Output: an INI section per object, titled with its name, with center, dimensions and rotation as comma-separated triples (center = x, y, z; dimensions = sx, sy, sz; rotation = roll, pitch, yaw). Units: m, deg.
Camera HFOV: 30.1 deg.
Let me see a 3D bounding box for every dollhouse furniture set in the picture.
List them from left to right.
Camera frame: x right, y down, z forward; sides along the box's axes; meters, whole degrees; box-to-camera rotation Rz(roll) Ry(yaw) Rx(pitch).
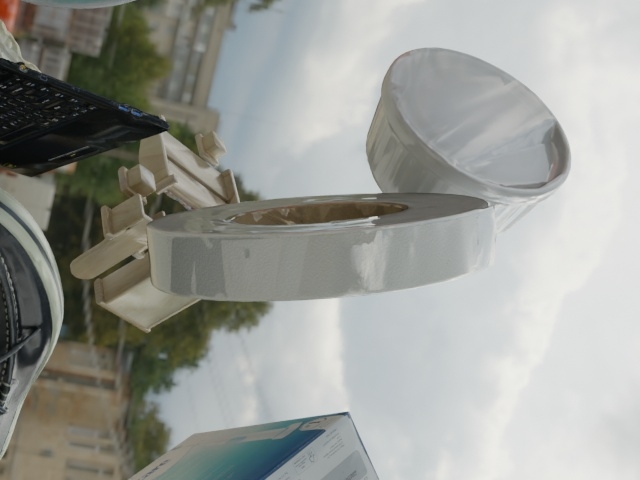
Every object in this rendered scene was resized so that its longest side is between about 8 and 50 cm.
[dollhouse furniture set]
center = -0.274, -0.063, 1.853
dimensions = 0.174, 0.303, 0.355
rotation = -30, -130, 18

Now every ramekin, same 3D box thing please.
[ramekin]
center = 0.184, -0.119, 1.574
dimensions = 0.272, 0.273, 0.127
rotation = -93, -156, -45

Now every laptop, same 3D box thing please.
[laptop]
center = -0.306, -0.056, 0.997
dimensions = 0.234, 0.264, 0.136
rotation = -11, -112, 45

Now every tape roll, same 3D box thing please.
[tape roll]
center = 0.000, 0.000, 1.344
dimensions = 0.392, 0.392, 0.072
rotation = -153, -121, -75

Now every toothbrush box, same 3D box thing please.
[toothbrush box]
center = -0.107, 0.312, 1.381
dimensions = 0.296, 0.216, 0.126
rotation = -15, -79, 43

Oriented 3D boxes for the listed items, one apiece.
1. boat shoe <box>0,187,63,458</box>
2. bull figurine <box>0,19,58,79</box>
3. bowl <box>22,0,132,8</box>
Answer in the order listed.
[boat shoe]
center = -0.407, 0.135, 1.306
dimensions = 0.156, 0.187, 0.500
rotation = -58, 174, -49
[bull figurine]
center = -0.465, -0.249, 1.477
dimensions = 0.101, 0.310, 0.188
rotation = 6, 93, -80
[bowl]
center = -0.217, -0.374, 1.016
dimensions = 0.163, 0.312, 0.311
rotation = -92, -160, -47
